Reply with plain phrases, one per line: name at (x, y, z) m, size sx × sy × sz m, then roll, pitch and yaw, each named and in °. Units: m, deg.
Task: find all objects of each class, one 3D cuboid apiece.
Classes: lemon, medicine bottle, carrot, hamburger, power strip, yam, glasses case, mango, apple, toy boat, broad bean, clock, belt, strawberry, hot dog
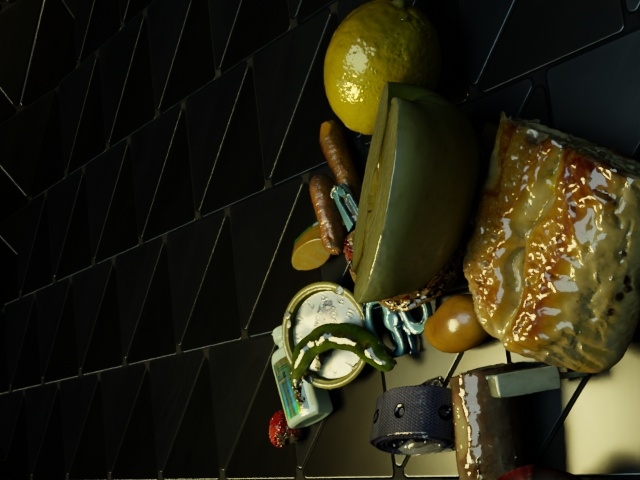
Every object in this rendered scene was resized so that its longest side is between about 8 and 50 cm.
lemon at (0.120, -0.335, 1.830) m, size 0.236 × 0.236 × 0.263 m, roll 31°, pitch 144°, yaw 48°
medicine bottle at (-0.051, 0.305, 2.163) m, size 0.121 × 0.083 × 0.229 m, roll -39°, pitch 59°, yaw 43°
carrot at (0.018, -0.058, 2.027) m, size 0.060 × 0.060 × 0.186 m, roll -34°, pitch 63°, yaw 47°
hamburger at (0.161, 0.025, 1.829) m, size 0.231 × 0.107 × 0.231 m, roll -11°, pitch 65°, yaw 25°
carrot at (0.063, -0.119, 2.040) m, size 0.066 × 0.066 × 0.314 m, roll -40°, pitch 60°, yaw 45°
power strip at (0.362, 0.232, 1.574) m, size 0.075 × 0.175 × 0.042 m, roll 88°, pitch 173°, yaw -82°
yam at (0.299, 0.338, 1.669) m, size 0.128 × 0.129 × 0.238 m, roll 164°, pitch 101°, yaw -67°
glasses case at (0.286, -0.126, 1.741) m, size 0.102 × 0.070 × 0.194 m, roll 35°, pitch 117°, yaw 49°
mango at (0.253, 0.160, 1.768) m, size 0.184 × 0.084 × 0.102 m, roll -34°, pitch 69°, yaw 52°
apple at (0.128, -0.083, 1.638) m, size 0.311 × 0.320 × 0.360 m, roll 25°, pitch 115°, yaw 38°
toy boat at (0.000, 0.000, 2.118) m, size 0.229 × 0.089 × 0.088 m, roll -40°, pitch 19°, yaw 45°
broad bean at (0.034, 0.242, 1.989) m, size 0.292 × 0.049 × 0.144 m, roll -25°, pitch 74°, yaw 37°
clock at (0.021, 0.207, 2.066) m, size 0.237 × 0.057 × 0.237 m, roll -1°, pitch 88°, yaw 33°
belt at (0.184, 0.335, 1.797) m, size 0.230 × 0.139 × 0.126 m, roll 142°, pitch 141°, yaw -60°
strawberry at (-0.084, 0.439, 2.213) m, size 0.096 × 0.083 × 0.083 m, roll -100°, pitch 27°, yaw -64°
hot dog at (0.387, 0.016, 1.516) m, size 0.367 × 0.196 × 0.365 m, roll 41°, pitch 122°, yaw 53°

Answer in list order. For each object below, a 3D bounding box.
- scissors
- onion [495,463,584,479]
scissors at (0.113, 0.055, 1.949) m, size 0.180 × 0.032 × 0.393 m, roll -38°, pitch 70°, yaw 40°
onion at (0.363, 0.501, 1.545) m, size 0.272 × 0.195 × 0.272 m, roll -1°, pitch 83°, yaw 8°
